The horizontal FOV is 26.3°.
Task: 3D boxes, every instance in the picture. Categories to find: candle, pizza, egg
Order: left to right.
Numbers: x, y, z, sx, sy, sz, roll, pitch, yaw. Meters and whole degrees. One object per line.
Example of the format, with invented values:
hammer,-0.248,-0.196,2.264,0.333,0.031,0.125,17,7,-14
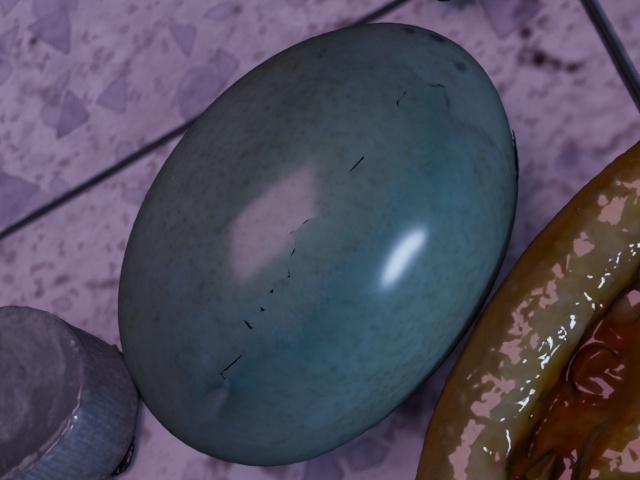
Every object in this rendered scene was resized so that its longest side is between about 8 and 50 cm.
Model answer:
candle,-0.206,0.112,0.794,0.168,0.068,0.192,37,86,34
egg,0.000,0.000,0.673,0.169,0.169,0.236,33,89,33
pizza,0.153,0.075,0.621,0.182,0.074,0.365,36,88,29
